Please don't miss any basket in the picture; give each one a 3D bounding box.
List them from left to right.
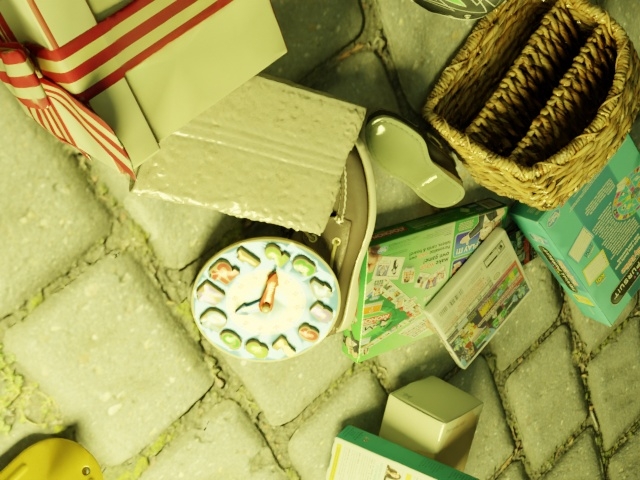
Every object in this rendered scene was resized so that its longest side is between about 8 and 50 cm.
[{"bbox_3d":[0.343,-0.224,1.364,0.299,0.213,0.223,-53,135,-5],"label":"basket"}]

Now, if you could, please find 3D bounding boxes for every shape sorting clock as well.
[{"bbox_3d":[-0.075,0.086,1.224,0.206,0.040,0.206,-1,118,-1],"label":"shape sorting clock"}]

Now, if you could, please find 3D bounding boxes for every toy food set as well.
[{"bbox_3d":[-0.386,0.354,1.155,0.218,0.071,0.128,-43,100,-22],"label":"toy food set"}]

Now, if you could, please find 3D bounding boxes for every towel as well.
[{"bbox_3d":[-0.094,-0.119,1.121,0.282,0.049,0.187,13,105,-25],"label":"towel"}]

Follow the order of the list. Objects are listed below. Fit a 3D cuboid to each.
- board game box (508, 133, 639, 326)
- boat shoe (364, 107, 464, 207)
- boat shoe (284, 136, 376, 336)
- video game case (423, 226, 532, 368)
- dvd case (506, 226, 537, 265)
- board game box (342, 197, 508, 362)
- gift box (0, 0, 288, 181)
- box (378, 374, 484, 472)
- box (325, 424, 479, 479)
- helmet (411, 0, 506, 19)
[{"bbox_3d":[0.527,-0.036,1.675,0.253,0.079,0.336,-50,125,-10],"label":"board game box"},{"bbox_3d":[0.138,-0.133,1.344,0.081,0.068,0.228,-27,136,26],"label":"boat shoe"},{"bbox_3d":[0.000,0.000,1.263,0.097,0.117,0.324,-16,126,-36],"label":"boat shoe"},{"bbox_3d":[0.279,0.103,1.551,0.201,0.023,0.183,-47,134,-13],"label":"video game case"},{"bbox_3d":[0.358,0.018,1.642,0.119,0.013,0.087,-28,127,-28],"label":"dvd case"},{"bbox_3d":[0.179,0.062,1.491,0.317,0.046,0.213,-15,122,-35],"label":"board game box"},{"bbox_3d":[-0.208,-0.215,0.878,0.258,0.255,0.276,-39,128,-21],"label":"gift box"},{"bbox_3d":[0.174,0.416,1.601,0.148,0.121,0.311,-13,121,-50],"label":"box"},{"bbox_3d":[0.134,0.406,1.492,0.060,0.244,0.100,-26,132,-62],"label":"box"},{"bbox_3d":[0.182,-0.381,1.182,0.169,0.161,0.169,-19,123,-32],"label":"helmet"}]
